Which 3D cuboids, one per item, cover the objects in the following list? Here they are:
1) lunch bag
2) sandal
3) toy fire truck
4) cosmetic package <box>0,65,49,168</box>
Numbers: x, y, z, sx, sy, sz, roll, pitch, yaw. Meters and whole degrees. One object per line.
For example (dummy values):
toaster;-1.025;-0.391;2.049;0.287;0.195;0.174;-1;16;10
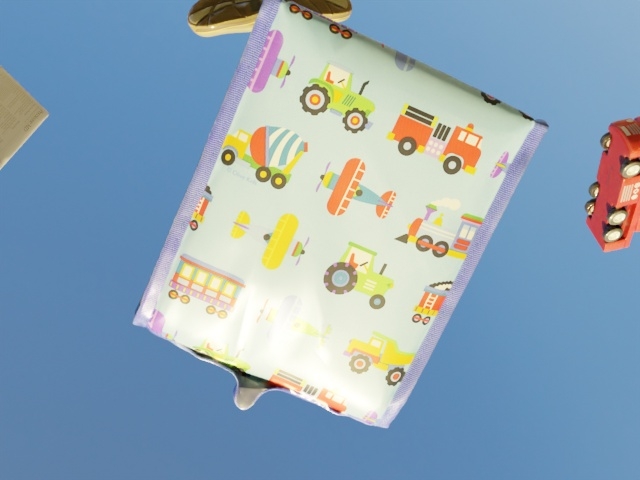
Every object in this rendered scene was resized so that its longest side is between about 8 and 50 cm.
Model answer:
lunch bag;0.000;0.000;0.615;0.220;0.138;0.293;23;-87;-8
sandal;-0.055;-0.245;0.873;0.180;0.049;0.072;-8;-129;2
toy fire truck;0.332;-0.045;0.768;0.135;0.192;0.047;-13;-132;-6
cosmetic package;-0.393;-0.085;0.819;0.099;0.060;0.239;47;-135;-25
